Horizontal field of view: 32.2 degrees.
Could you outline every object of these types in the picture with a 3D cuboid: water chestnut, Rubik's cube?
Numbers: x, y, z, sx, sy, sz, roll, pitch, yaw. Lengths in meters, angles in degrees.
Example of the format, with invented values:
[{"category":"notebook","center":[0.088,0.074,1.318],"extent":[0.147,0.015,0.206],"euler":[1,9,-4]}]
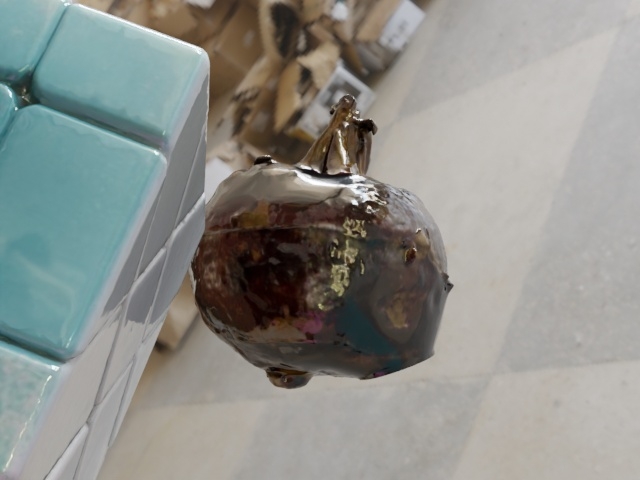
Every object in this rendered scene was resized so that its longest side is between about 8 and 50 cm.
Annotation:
[{"category":"water chestnut","center":[0.000,0.000,1.320],"extent":[0.335,0.335,0.347],"euler":[-9,81,63]},{"category":"Rubik's cube","center":[-0.281,0.008,0.817],"extent":[0.319,0.315,0.322],"euler":[108,-176,-68]}]
